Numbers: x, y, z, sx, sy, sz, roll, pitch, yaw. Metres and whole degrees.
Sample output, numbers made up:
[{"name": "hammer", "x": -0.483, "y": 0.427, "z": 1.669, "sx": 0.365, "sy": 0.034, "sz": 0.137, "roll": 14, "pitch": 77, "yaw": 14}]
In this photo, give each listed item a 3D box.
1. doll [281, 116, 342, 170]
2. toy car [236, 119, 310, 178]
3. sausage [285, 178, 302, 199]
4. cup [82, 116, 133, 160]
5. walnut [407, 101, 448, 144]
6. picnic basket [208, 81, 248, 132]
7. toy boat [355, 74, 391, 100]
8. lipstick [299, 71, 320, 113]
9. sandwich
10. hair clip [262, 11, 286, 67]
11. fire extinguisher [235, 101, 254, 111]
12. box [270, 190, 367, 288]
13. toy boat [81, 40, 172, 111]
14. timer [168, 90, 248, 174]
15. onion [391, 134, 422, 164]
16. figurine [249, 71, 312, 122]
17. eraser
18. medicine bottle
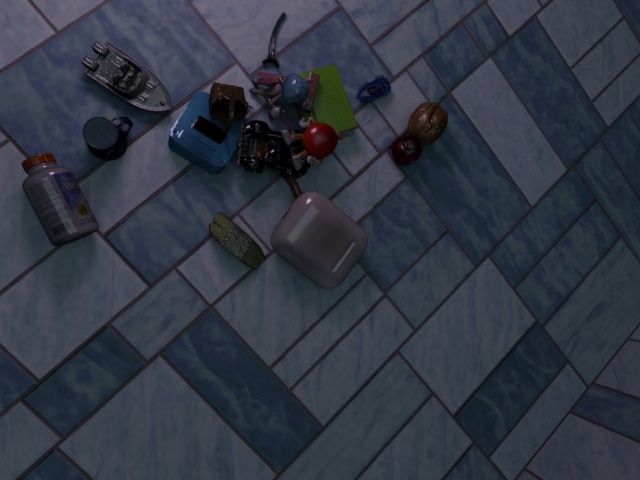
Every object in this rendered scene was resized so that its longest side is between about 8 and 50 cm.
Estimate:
[{"name": "doll", "x": -0.026, "y": -0.377, "z": 1.720, "sx": 0.217, "sy": 0.085, "sz": 0.183, "roll": -26, "pitch": 105, "yaw": -15}, {"name": "toy car", "x": -0.171, "y": -0.332, "z": 1.734, "sx": 0.300, "sy": 0.118, "sz": 0.193, "roll": 6, "pitch": 85, "yaw": -31}, {"name": "sausage", "x": -0.092, "y": -0.186, "z": 1.814, "sx": 0.042, "sy": 0.036, "sz": 0.158, "roll": -29, "pitch": 97, "yaw": -23}, {"name": "cup", "x": -0.724, "y": -0.364, "z": 1.565, "sx": 0.176, "sy": 0.155, "sz": 0.131, "roll": -45, "pitch": 102, "yaw": -11}, {"name": "walnut", "x": 0.455, "y": -0.500, "z": 1.925, "sx": 0.155, "sy": 0.155, "sz": 0.184, "roll": 37, "pitch": 78, "yaw": -13}, {"name": "picnic basket", "x": -0.332, "y": -0.471, "z": 1.653, "sx": 0.137, "sy": 0.128, "sz": 0.179, "roll": 3, "pitch": 55, "yaw": -22}, {"name": "toy boat", "x": 0.221, "y": -0.624, "z": 1.876, "sx": 0.174, "sy": 0.110, "sz": 0.091, "roll": -28, "pitch": 97, "yaw": -13}, {"name": "lipstick", "x": -0.041, "y": -0.562, "z": 1.743, "sx": 0.045, "sy": 0.045, "sz": 0.146, "roll": 15, "pitch": 85, "yaw": -8}, {"name": "sandwich", "x": -0.312, "y": 0.005, "z": 1.720, "sx": 0.258, "sy": 0.096, "sz": 0.094, "roll": 42, "pitch": 84, "yaw": -10}, {"name": "hair clip", "x": -0.175, "y": -0.797, "z": 1.797, "sx": 0.070, "sy": 0.039, "sz": 0.230, "roll": 12, "pitch": 85, "yaw": -15}, {"name": "fire extinguisher", "x": -0.307, "y": -0.519, "z": 1.756, "sx": 0.100, "sy": 0.032, "sz": 0.046, "roll": 26, "pitch": 71, "yaw": -9}, {"name": "box", "x": 0.000, "y": 0.000, "z": 1.770, "sx": 0.349, "sy": 0.141, "sz": 0.289, "roll": 39, "pitch": 81, "yaw": -19}, {"name": "toy boat", "x": -0.667, "y": -0.561, "z": 1.617, "sx": 0.319, "sy": 0.092, "sz": 0.141, "roll": 33, "pitch": 82, "yaw": -15}, {"name": "timer", "x": -0.417, "y": -0.404, "z": 1.715, "sx": 0.231, "sy": 0.091, "sz": 0.250, "roll": 31, "pitch": 69, "yaw": -13}, {"name": "onion", "x": 0.360, "y": -0.379, "z": 1.910, "sx": 0.131, "sy": 0.131, "sz": 0.131, "roll": 0, "pitch": 89, "yaw": -17}, {"name": "figurine", "x": -0.163, "y": -0.550, "z": 1.709, "sx": 0.259, "sy": 0.102, "sz": 0.206, "roll": 16, "pitch": 87, "yaw": 25}, {"name": "eraser", "x": 0.007, "y": -0.535, "z": 1.820, "sx": 0.209, "sy": 0.092, "sz": 0.275, "roll": -20, "pitch": 94, "yaw": -13}, {"name": "medicine bottle", "x": -0.873, "y": -0.138, "z": 1.516, "sx": 0.156, "sy": 0.157, "sz": 0.289, "roll": -26, "pitch": 97, "yaw": -15}]
